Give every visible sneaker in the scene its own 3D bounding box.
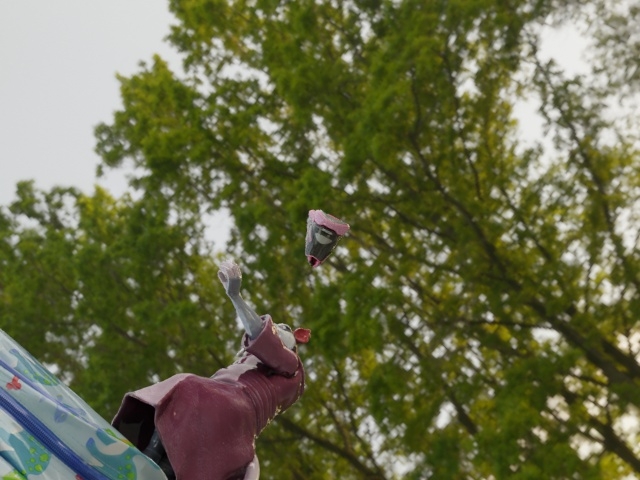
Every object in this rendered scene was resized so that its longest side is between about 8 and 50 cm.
[{"bbox_3d":[0.000,0.000,0.887,0.119,0.047,0.057,21,-88,-89],"label":"sneaker"}]

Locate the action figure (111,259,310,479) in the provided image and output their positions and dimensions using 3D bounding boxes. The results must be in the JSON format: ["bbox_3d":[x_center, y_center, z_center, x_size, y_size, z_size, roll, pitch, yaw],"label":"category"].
[{"bbox_3d":[-0.103,0.215,1.098,0.370,0.275,0.248,-36,-25,-47],"label":"action figure"}]

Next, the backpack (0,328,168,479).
[{"bbox_3d":[-0.286,0.192,0.657,0.273,0.355,0.290,-28,-36,-26],"label":"backpack"}]
